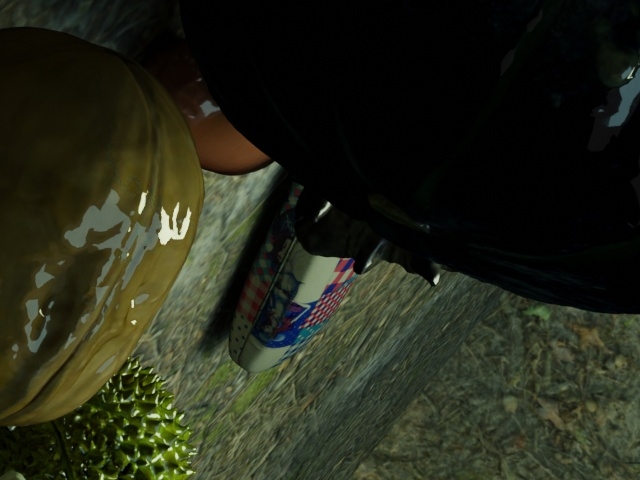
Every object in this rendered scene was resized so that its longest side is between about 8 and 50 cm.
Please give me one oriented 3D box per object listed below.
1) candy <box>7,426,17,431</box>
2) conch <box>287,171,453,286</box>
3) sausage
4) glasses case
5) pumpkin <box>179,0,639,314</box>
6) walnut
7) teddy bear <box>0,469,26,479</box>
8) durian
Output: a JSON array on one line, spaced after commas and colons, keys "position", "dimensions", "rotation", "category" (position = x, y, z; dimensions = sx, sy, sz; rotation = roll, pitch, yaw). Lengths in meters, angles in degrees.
[{"position": [-0.271, 0.145, 0.937], "dimensions": [0.292, 0.059, 0.086], "rotation": [-36, 157, -49], "category": "candy"}, {"position": [0.057, -0.099, 1.121], "dimensions": [0.240, 0.186, 0.313], "rotation": [-25, -141, 32], "category": "conch"}, {"position": [-0.063, -0.080, 0.980], "dimensions": [0.077, 0.077, 0.194], "rotation": [-52, 167, 5], "category": "sausage"}, {"position": [0.000, 0.000, 1.391], "dimensions": [0.125, 0.076, 0.327], "rotation": [-35, 159, -43], "category": "glasses case"}, {"position": [0.106, -0.118, 0.817], "dimensions": [0.266, 0.363, 0.363], "rotation": [-64, 169, -10], "category": "pumpkin"}, {"position": [-0.144, -0.006, 0.735], "dimensions": [0.197, 0.165, 0.165], "rotation": [-63, 163, 17], "category": "walnut"}, {"position": [-0.183, 0.348, 0.949], "dimensions": [0.327, 0.362, 0.375], "rotation": [-35, -179, -20], "category": "teddy bear"}, {"position": [-0.172, 0.172, 1.097], "dimensions": [0.198, 0.146, 0.159], "rotation": [-57, 180, 17], "category": "durian"}]
